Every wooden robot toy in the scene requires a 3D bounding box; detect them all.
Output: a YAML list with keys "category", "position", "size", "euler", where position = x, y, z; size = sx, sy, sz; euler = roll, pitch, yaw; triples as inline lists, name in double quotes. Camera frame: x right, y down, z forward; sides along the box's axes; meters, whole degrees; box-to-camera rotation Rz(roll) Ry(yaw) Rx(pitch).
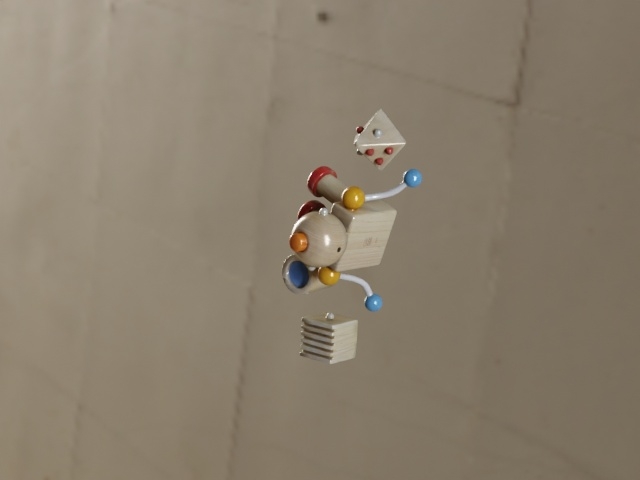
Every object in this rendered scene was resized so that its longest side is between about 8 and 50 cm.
- category: "wooden robot toy"
  position: [0.000, 0.000, 1.059]
  size: [0.076, 0.079, 0.173]
  euler: [32, -63, 32]
